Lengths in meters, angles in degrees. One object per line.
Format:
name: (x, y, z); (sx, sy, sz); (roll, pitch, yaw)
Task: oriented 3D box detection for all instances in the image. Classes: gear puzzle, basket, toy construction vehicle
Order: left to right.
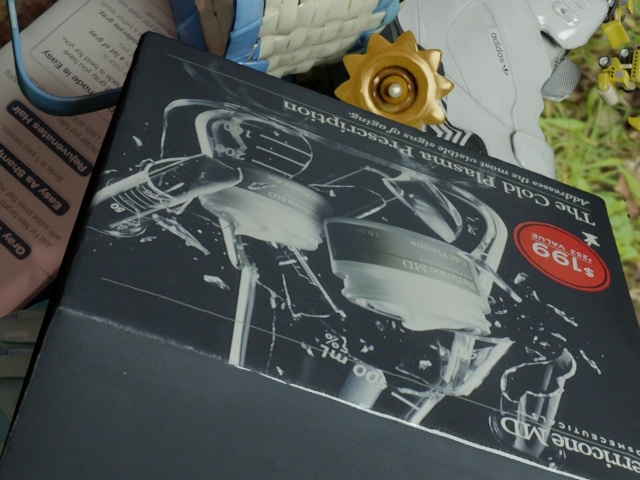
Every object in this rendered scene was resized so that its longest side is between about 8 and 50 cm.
basket: (-0.097, -0.226, 0.981); (0.288, 0.201, 0.255); (-13, 74, -15)
gear puzzle: (0.000, 0.000, 1.017); (0.175, 0.044, 0.339); (20, 101, -3)
toy construction vehicle: (0.266, -0.154, 1.163); (0.035, 0.086, 0.098); (-5, 61, 29)

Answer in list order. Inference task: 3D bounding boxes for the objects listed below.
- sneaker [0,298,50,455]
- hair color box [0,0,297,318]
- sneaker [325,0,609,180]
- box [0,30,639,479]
sneaker: (-0.149, 0.139, 0.876); (0.319, 0.127, 0.208); (7, 60, 26)
hair color box: (-0.194, -0.074, 1.079); (0.174, 0.105, 0.347); (41, 69, 12)
sneaker: (0.162, -0.094, 1.102); (0.210, 0.137, 0.366); (-26, 69, -13)
box: (0.008, 0.066, 0.820); (0.343, 0.179, 0.312); (19, 33, -11)
